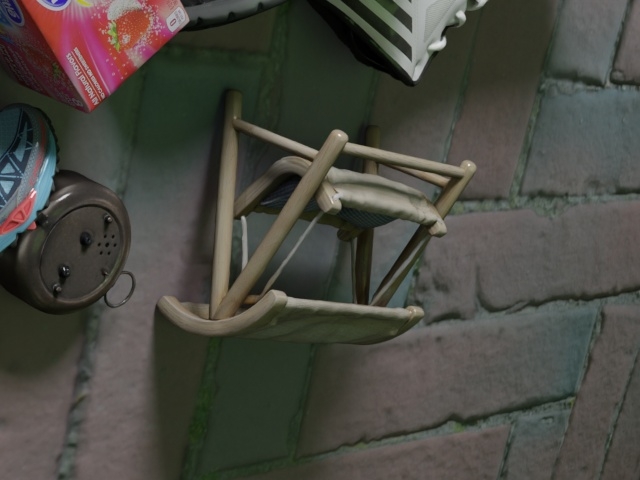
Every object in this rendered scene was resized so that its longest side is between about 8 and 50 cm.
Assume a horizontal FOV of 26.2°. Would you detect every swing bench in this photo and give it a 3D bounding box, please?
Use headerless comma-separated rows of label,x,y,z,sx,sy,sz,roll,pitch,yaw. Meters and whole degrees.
swing bench,0.000,0.000,1.453,0.253,0.165,0.255,7,104,-51

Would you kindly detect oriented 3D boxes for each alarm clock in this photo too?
alarm clock,-0.227,0.013,1.284,0.129,0.064,0.192,-57,144,-11

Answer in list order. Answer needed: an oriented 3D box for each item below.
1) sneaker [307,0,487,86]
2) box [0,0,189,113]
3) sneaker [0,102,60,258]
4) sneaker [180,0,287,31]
sneaker,0.150,-0.303,1.502,0.447,0.169,0.257,-3,120,-40
box,-0.229,-0.242,1.094,0.128,0.122,0.257,-47,138,-20
sneaker,-0.322,-0.024,1.121,0.262,0.104,0.125,-52,138,-17
sneaker,-0.033,-0.292,1.259,0.340,0.125,0.140,-24,103,-6
